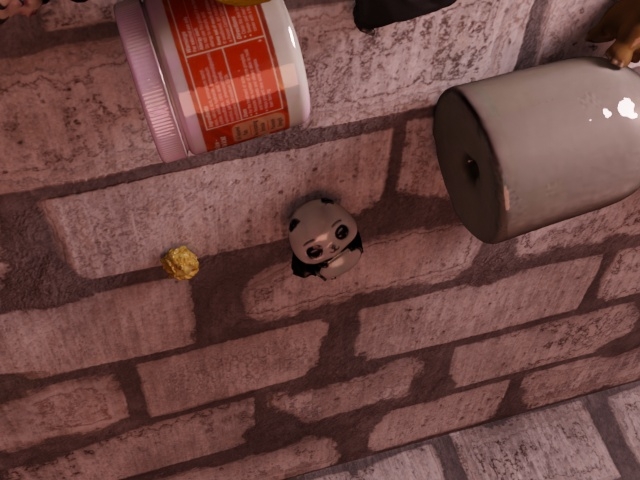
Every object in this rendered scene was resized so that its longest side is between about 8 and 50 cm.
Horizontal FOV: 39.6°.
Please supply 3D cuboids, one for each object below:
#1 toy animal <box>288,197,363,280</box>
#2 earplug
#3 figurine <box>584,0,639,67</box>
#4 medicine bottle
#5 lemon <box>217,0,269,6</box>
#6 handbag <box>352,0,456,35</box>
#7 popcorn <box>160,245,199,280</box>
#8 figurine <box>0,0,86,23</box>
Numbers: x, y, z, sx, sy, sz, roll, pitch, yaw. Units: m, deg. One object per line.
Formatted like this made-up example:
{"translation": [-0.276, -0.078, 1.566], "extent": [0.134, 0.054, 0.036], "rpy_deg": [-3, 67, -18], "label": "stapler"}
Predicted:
{"translation": [0.000, 0.000, 1.888], "extent": [0.166, 0.138, 0.179], "rpy_deg": [-36, 151, -7], "label": "toy animal"}
{"translation": [0.455, -0.195, 1.716], "extent": [0.394, 0.312, 0.312], "rpy_deg": [-18, 145, -8], "label": "earplug"}
{"translation": [0.650, -0.411, 1.638], "extent": [0.173, 0.177, 0.247], "rpy_deg": [24, 116, -22], "label": "figurine"}
{"translation": [-0.161, -0.268, 1.348], "extent": [0.241, 0.252, 0.252], "rpy_deg": [-16, 145, -6], "label": "medicine bottle"}
{"translation": [-0.110, -0.443, 1.142], "extent": [0.261, 0.260, 0.284], "rpy_deg": [-28, 156, 10], "label": "lemon"}
{"translation": [0.130, -0.467, 1.385], "extent": [0.192, 0.074, 0.332], "rpy_deg": [-18, 146, -4], "label": "handbag"}
{"translation": [-0.296, 0.052, 1.877], "extent": [0.083, 0.057, 0.082], "rpy_deg": [-43, 146, 23], "label": "popcorn"}
{"translation": [-0.429, -0.366, 1.200], "extent": [0.222, 0.145, 0.145], "rpy_deg": [-18, 146, -21], "label": "figurine"}
